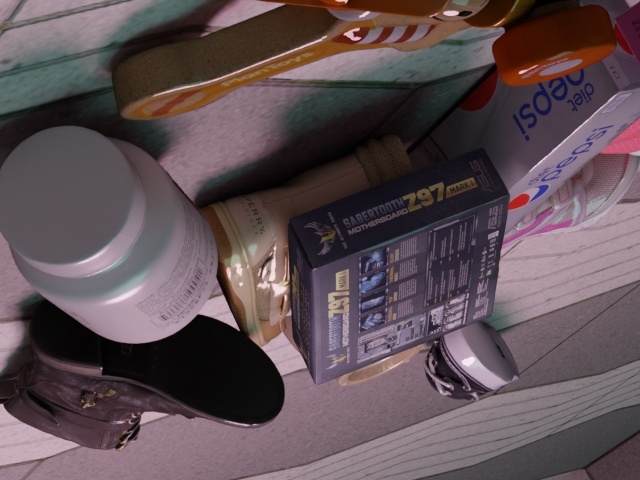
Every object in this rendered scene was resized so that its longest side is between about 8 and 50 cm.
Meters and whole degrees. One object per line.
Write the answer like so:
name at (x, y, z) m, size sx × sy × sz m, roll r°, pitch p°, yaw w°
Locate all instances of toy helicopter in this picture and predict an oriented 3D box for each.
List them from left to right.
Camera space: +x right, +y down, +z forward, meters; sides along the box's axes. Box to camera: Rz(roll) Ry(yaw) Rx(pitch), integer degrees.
toy helicopter at (0.012, -0.149, 1.332) m, size 0.355 × 0.140 × 0.235 m, roll -18°, pitch 173°, yaw 19°

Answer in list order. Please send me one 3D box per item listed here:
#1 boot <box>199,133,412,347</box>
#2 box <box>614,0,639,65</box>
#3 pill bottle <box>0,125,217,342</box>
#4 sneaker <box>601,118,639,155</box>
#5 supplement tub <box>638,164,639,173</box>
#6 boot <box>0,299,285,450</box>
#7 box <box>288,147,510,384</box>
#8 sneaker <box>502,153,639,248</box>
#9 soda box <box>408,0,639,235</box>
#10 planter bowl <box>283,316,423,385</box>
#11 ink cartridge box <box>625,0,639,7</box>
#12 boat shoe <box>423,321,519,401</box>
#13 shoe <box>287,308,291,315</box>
boot at (0.000, 0.000, 1.823) m, size 0.203 × 0.095 × 0.262 m, roll -25°, pitch 157°, yaw -6°
box at (0.374, -0.161, 1.511) m, size 0.213 × 0.117 × 0.243 m, roll -33°, pitch 162°, yaw 22°
pill bottle at (-0.162, -0.006, 1.491) m, size 0.131 × 0.131 × 0.229 m, roll -27°, pitch 164°, yaw 2°
sneaker at (0.320, -0.156, 1.785) m, size 0.136 × 0.116 × 0.314 m, roll -13°, pitch 160°, yaw -33°
supplement tub at (0.450, -0.040, 2.183) m, size 0.144 × 0.200 × 0.144 m, roll -24°, pitch 163°, yaw -8°
boot at (-0.174, 0.143, 1.877) m, size 0.263 × 0.091 × 0.229 m, roll 19°, pitch 152°, yaw -3°
box at (0.066, 0.026, 1.752) m, size 0.183 × 0.059 × 0.233 m, roll -22°, pitch 152°, yaw -10°
sneaker at (0.199, -0.047, 1.960) m, size 0.252 × 0.103 × 0.111 m, roll -28°, pitch 165°, yaw 4°
soda box at (0.190, -0.103, 1.780) m, size 0.091 × 0.098 × 0.286 m, roll -14°, pitch 161°, yaw -39°
planter bowl at (0.040, 0.082, 2.046) m, size 0.162 × 0.109 × 0.162 m, roll -23°, pitch 163°, yaw -8°
ink cartridge box at (0.326, -0.257, 1.519) m, size 0.219 × 0.093 × 0.160 m, roll -27°, pitch 163°, yaw 3°
boat shoe at (0.184, 0.161, 2.592) m, size 0.102 × 0.108 × 0.301 m, roll -30°, pitch 170°, yaw 8°
shoe at (0.022, 0.017, 1.938) m, size 0.219 × 0.077 × 0.058 m, roll -30°, pitch 168°, yaw 21°
